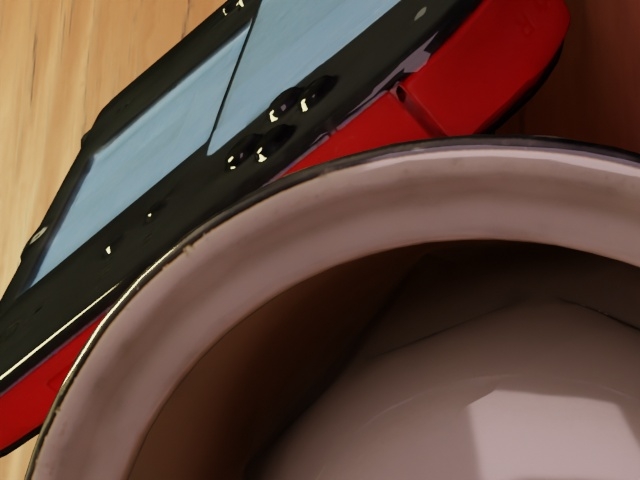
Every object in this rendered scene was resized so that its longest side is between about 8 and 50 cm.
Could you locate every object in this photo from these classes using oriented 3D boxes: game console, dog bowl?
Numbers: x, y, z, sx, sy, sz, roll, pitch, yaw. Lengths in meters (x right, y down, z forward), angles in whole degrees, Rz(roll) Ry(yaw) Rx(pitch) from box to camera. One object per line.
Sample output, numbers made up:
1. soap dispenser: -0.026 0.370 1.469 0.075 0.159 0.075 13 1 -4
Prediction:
1. game console: -0.029 -0.079 0.829 0.342 0.060 0.386 -33 19 20
2. dog bowl: 0.090 0.158 0.615 0.408 0.150 0.408 4 99 24

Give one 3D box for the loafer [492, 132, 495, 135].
1. loafer: 0.000 0.000 0.887 0.223 0.076 0.078 -37 45 13
